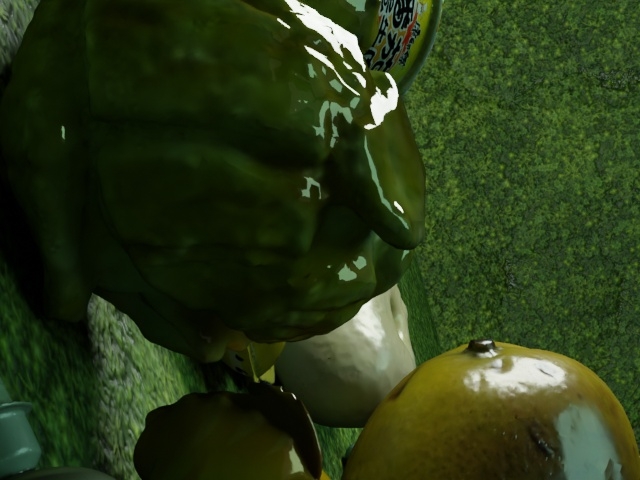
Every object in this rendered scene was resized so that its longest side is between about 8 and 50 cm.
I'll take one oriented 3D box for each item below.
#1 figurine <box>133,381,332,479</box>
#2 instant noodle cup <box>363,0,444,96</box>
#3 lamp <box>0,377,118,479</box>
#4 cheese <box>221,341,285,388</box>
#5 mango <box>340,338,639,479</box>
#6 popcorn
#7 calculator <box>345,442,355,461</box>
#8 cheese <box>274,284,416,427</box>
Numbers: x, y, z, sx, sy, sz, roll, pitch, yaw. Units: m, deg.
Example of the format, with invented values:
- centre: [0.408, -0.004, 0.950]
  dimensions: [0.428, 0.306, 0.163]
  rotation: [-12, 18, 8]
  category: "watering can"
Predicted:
- centre: [-0.046, 0.204, 0.845]
  dimensions: [0.156, 0.131, 0.246]
  rotation: [-20, 105, -67]
  category: "figurine"
- centre: [-0.046, -0.210, 1.175]
  dimensions: [0.200, 0.264, 0.264]
  rotation: [-15, 89, -73]
  category: "instant noodle cup"
- centre: [-0.128, 0.101, 0.610]
  dimensions: [0.163, 0.091, 0.091]
  rotation: [62, 5, 15]
  category: "lamp"
- centre: [-0.060, 0.059, 1.171]
  dimensions: [0.250, 0.064, 0.157]
  rotation: [79, 1, -63]
  category: "cheese"
- centre: [0.133, 0.301, 1.242]
  dimensions: [0.301, 0.220, 0.445]
  rotation: [24, 73, -36]
  category: "mango"
- centre: [-0.057, -0.062, 0.855]
  dimensions: [0.276, 0.225, 0.277]
  rotation: [-12, 90, -83]
  category: "popcorn"
- centre: [0.160, 0.299, 1.592]
  dimensions: [0.042, 0.295, 0.184]
  rotation: [-58, -177, -28]
  category: "calculator"
- centre: [0.000, 0.000, 1.436]
  dimensions: [0.351, 0.129, 0.328]
  rotation: [-69, 145, -79]
  category: "cheese"
